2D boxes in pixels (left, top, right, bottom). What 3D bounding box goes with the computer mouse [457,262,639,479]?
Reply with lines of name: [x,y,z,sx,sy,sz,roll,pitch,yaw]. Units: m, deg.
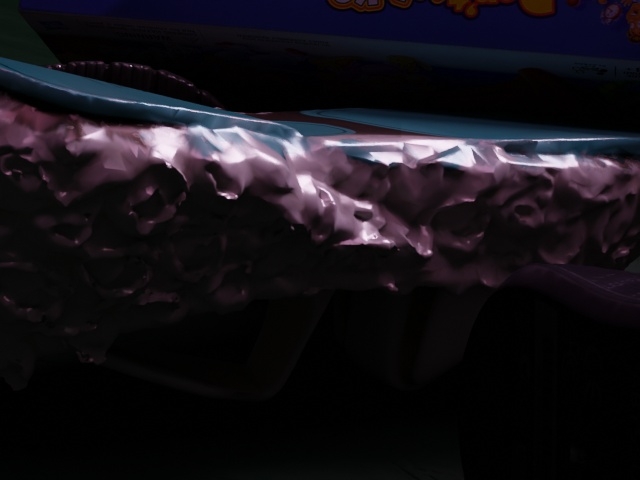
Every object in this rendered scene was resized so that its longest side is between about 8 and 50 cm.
computer mouse: [0.123,0.080,0.619,0.072,0.188,0.272,-2,9,-18]

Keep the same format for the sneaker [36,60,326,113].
sneaker: [-0.056,-0.028,0.966,0.286,0.109,0.130,11,5,-29]

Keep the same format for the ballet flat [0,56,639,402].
ballet flat: [0.000,0.000,0.828,0.409,0.147,0.147,2,19,-40]

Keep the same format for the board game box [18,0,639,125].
board game box: [0.045,-0.101,1.017,0.347,0.078,0.233,6,-13,10]
